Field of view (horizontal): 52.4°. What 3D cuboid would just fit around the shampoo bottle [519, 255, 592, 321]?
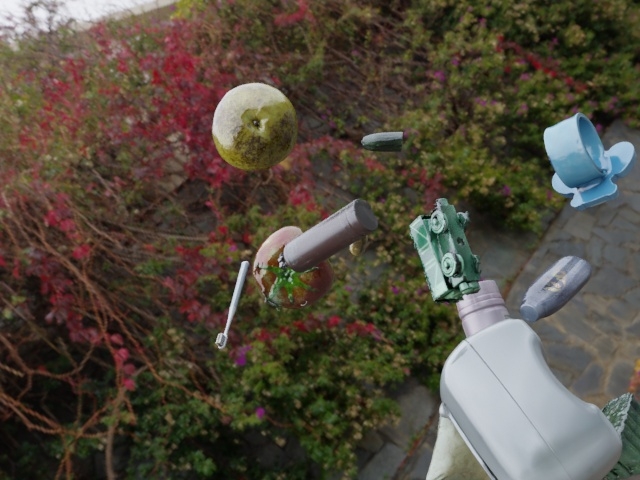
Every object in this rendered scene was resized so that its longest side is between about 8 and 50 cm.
[{"bbox_3d":[0.510,0.105,1.420,0.233,0.087,0.049,-30,-52,-38],"label":"shampoo bottle"}]

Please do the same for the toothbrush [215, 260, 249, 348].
[{"bbox_3d":[-0.276,0.198,2.071,0.030,0.025,0.342,56,-148,-36],"label":"toothbrush"}]

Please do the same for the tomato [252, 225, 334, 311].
[{"bbox_3d":[-0.093,0.103,2.369,0.303,0.303,0.239,-59,-5,17],"label":"tomato"}]

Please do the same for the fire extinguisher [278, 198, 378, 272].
[{"bbox_3d":[0.000,0.000,1.318,0.267,0.072,0.089,-32,29,37],"label":"fire extinguisher"}]

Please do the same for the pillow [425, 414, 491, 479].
[{"bbox_3d":[0.419,0.540,1.567,0.075,0.302,0.185,56,-132,-78],"label":"pillow"}]

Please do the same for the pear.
[{"bbox_3d":[-0.140,-0.249,1.444,0.197,0.197,0.197,-49,-17,-20],"label":"pear"}]

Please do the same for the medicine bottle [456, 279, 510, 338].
[{"bbox_3d":[0.462,0.245,1.783,0.133,0.250,0.133,-15,-20,-6],"label":"medicine bottle"}]

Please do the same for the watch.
[{"bbox_3d":[0.634,-0.202,1.586,0.211,0.193,0.211,-36,28,23],"label":"watch"}]

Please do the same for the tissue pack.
[{"bbox_3d":[0.376,0.338,1.243,0.236,0.333,0.229,-33,-35,-2],"label":"tissue pack"}]

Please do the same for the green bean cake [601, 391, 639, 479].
[{"bbox_3d":[0.726,0.500,1.631,0.208,0.107,0.193,-48,-2,-43],"label":"green bean cake"}]

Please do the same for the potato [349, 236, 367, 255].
[{"bbox_3d":[0.106,0.003,1.778,0.051,0.040,0.083,0,-74,-28],"label":"potato"}]

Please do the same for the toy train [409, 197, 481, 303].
[{"bbox_3d":[0.327,0.026,1.687,0.115,0.269,0.154,-3,-25,-28],"label":"toy train"}]

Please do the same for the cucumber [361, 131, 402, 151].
[{"bbox_3d":[0.149,-0.235,1.566,0.048,0.105,0.048,177,90,-86],"label":"cucumber"}]
